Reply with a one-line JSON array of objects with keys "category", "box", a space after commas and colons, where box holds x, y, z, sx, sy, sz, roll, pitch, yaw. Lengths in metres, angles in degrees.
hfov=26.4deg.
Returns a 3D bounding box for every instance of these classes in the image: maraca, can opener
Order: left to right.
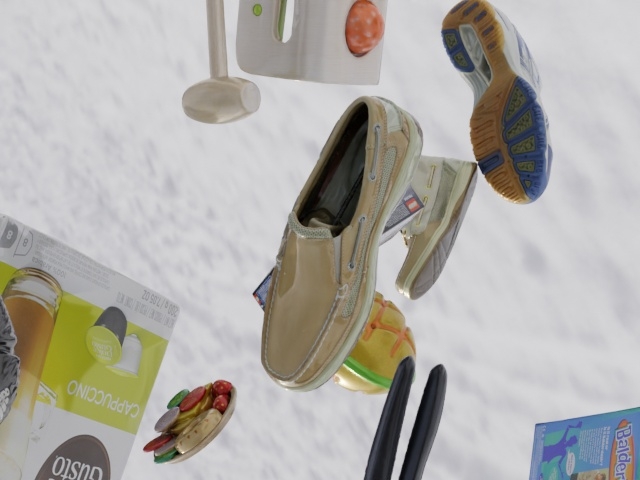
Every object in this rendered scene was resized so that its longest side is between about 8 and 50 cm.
[{"category": "maraca", "box": [0.028, 0.088, 1.420, 0.186, 0.127, 0.099, 47, 112, 28]}, {"category": "can opener", "box": [0.057, 0.179, 1.043, 0.073, 0.059, 0.186, -94, 12, -81]}]

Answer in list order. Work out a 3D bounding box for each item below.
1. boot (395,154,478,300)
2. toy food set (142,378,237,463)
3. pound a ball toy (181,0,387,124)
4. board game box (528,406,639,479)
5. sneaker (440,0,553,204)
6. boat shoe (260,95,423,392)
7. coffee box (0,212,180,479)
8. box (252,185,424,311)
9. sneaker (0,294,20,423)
[{"category": "boot", "box": [0.094, -0.033, 1.756, 0.165, 0.213, 0.077, 18, 152, 16]}, {"category": "toy food set", "box": [-0.097, 0.136, 1.020, 0.082, 0.083, 0.020, -27, 113, 36]}, {"category": "pound a ball toy", "box": [-0.012, -0.267, 1.322, 0.135, 0.208, 0.319, 11, 100, 33]}, {"category": "board game box", "box": [0.314, 0.280, 1.554, 0.210, 0.047, 0.160, -25, 51, 60]}, {"category": "sneaker", "box": [0.260, -0.184, 1.809, 0.111, 0.131, 0.297, -24, 68, 33]}, {"category": "boat shoe", "box": [0.000, 0.000, 0.834, 0.068, 0.072, 0.190, 18, 90, 26]}, {"category": "coffee box", "box": [-0.420, 0.149, 1.504, 0.338, 0.335, 0.337, 12, 168, 31]}, {"category": "box", "box": [0.013, 0.009, 1.120, 0.027, 0.137, 0.094, 56, 159, 5]}, {"category": "sneaker", "box": [-0.420, -0.035, 0.999, 0.169, 0.257, 0.448, -42, -67, -74]}]
